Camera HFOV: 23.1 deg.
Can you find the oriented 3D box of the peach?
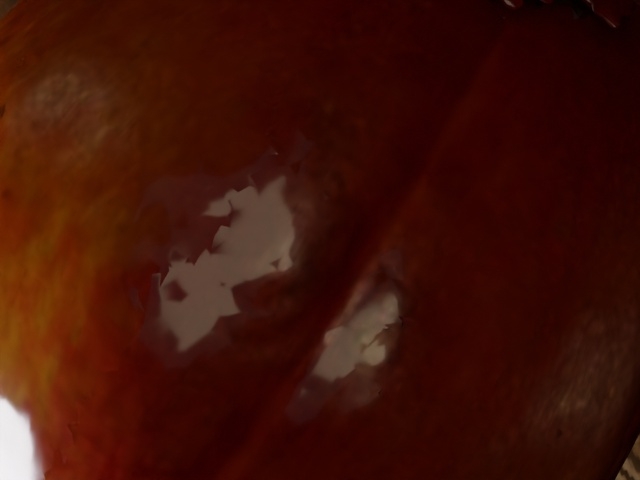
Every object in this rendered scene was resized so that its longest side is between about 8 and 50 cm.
[{"bbox_3d":[0.000,0.000,0.695,0.370,0.370,0.369,-1,85,13],"label":"peach"}]
